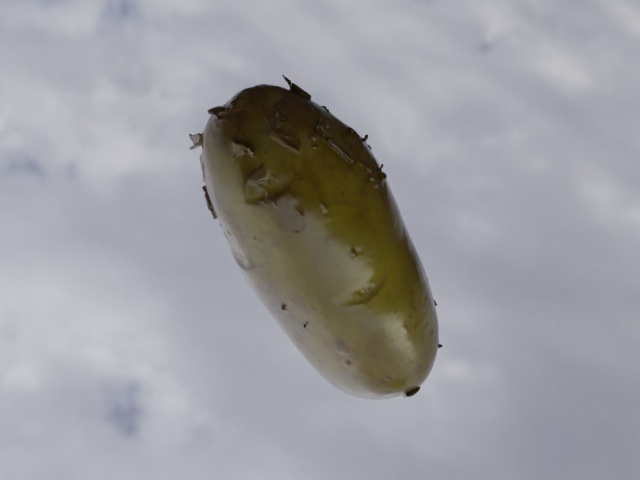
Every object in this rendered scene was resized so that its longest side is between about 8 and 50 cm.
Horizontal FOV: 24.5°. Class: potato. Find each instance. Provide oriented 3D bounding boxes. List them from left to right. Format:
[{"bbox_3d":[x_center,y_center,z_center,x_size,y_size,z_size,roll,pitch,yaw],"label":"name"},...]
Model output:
[{"bbox_3d":[0.000,0.000,1.248,0.140,0.300,0.173,-36,-156,-15],"label":"potato"}]
